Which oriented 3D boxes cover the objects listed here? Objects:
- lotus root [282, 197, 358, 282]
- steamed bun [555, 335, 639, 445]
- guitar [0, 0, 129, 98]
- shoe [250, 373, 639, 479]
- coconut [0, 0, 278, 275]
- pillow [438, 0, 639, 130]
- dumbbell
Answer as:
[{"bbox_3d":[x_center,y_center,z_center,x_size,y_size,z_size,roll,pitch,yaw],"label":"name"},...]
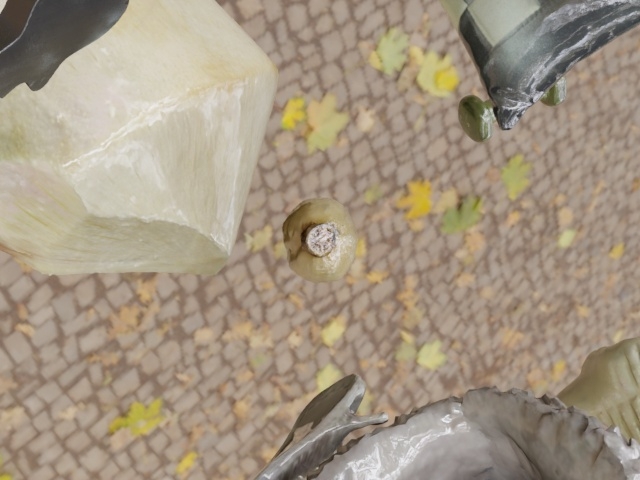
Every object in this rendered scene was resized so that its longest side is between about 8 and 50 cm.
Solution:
[{"bbox_3d":[0.000,0.000,0.871,0.062,0.150,0.073,-12,92,-2],"label":"lotus root"},{"bbox_3d":[0.416,0.258,1.078,0.237,0.394,0.347,-1,90,-42],"label":"steamed bun"},{"bbox_3d":[-0.222,-0.102,0.685,0.233,0.025,0.088,-43,167,9],"label":"guitar"},{"bbox_3d":[-0.001,0.157,0.394,0.351,0.172,0.198,-26,145,9],"label":"shoe"},{"bbox_3d":[-0.236,-0.125,1.093,0.415,0.415,0.344,11,137,-46],"label":"coconut"},{"bbox_3d":[0.177,-0.245,0.928,0.186,0.250,0.106,-36,157,22],"label":"pillow"},{"bbox_3d":[0.200,-0.145,1.078,0.118,0.046,0.052,-27,138,-16],"label":"dumbbell"}]
